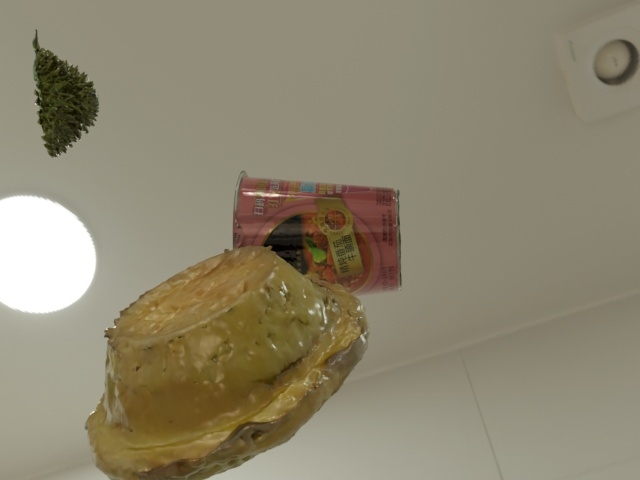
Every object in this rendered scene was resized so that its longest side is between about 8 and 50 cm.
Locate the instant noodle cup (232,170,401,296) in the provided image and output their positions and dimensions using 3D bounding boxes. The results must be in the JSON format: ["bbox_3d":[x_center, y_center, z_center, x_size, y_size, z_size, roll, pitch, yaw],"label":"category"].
[{"bbox_3d":[0.000,0.000,1.275,0.254,0.244,0.244,-2,-67,5],"label":"instant noodle cup"}]

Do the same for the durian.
[{"bbox_3d":[-0.382,-0.206,1.217,0.095,0.221,0.137,-13,-106,-9],"label":"durian"}]

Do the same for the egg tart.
[{"bbox_3d":[-0.091,0.095,0.703,0.288,0.288,0.118,-21,-70,8],"label":"egg tart"}]
